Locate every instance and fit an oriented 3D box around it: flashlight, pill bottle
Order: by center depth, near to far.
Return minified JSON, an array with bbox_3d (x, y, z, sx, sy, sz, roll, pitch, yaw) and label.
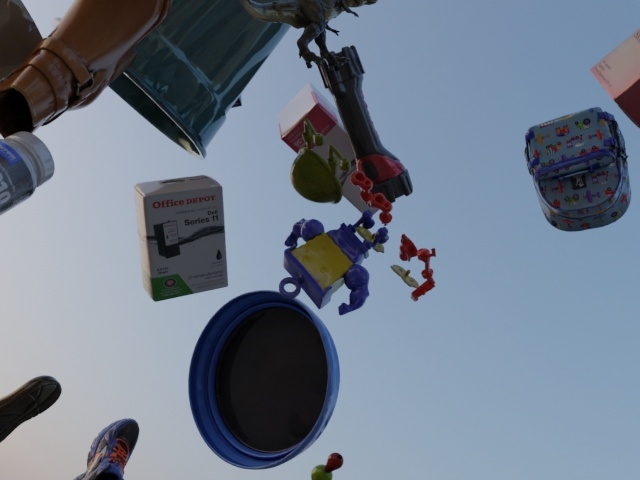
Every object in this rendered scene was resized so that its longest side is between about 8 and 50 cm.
[{"bbox_3d":[-0.368,-0.066,0.730,0.078,0.137,0.078,14,-54,20],"label":"pill bottle"},{"bbox_3d":[0.087,-0.219,1.275,0.304,0.103,0.103,69,-14,-9],"label":"flashlight"}]

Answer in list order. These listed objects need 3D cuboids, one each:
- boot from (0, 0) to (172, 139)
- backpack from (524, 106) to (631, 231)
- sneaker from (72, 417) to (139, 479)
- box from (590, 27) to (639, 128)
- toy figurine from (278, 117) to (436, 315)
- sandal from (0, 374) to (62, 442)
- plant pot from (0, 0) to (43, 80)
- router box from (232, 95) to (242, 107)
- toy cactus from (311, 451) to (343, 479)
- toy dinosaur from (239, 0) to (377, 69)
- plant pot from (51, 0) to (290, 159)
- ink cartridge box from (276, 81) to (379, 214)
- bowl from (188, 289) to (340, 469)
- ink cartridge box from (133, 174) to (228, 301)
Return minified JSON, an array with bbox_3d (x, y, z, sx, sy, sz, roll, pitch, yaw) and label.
[{"bbox_3d":[-0.305,-0.251,0.812,0.109,0.220,0.283,43,-39,-9],"label":"boot"},{"bbox_3d":[0.423,-0.109,1.083,0.158,0.173,0.117,-11,-21,27],"label":"backpack"},{"bbox_3d":[-0.386,0.421,1.205,0.087,0.221,0.083,-18,-59,29],"label":"sneaker"},{"bbox_3d":[0.713,-0.368,1.370,0.126,0.149,0.232,33,-59,-26],"label":"box"},{"bbox_3d":[0.000,0.000,1.123,0.362,0.217,0.191,48,-14,18],"label":"toy figurine"},{"bbox_3d":[-0.474,0.247,0.932,0.060,0.219,0.090,54,-2,25],"label":"sandal"},{"bbox_3d":[-0.570,-0.252,0.918,0.256,0.274,0.256,35,-30,23],"label":"plant pot"},{"bbox_3d":[-0.290,-0.362,1.564,0.178,0.046,0.133,-10,-33,8],"label":"router box"},{"bbox_3d":[0.013,0.401,0.841,0.180,0.219,0.112,-39,-25,32],"label":"toy cactus"},{"bbox_3d":[-0.010,-0.301,0.922,0.064,0.268,0.118,-13,-82,47],"label":"toy dinosaur"},{"bbox_3d":[-0.232,-0.382,1.186,0.341,0.334,0.341,39,-8,7],"label":"plant pot"},{"bbox_3d":[0.042,-0.206,1.509,0.117,0.207,0.283,-43,-68,13],"label":"ink cartridge box"},{"bbox_3d":[-0.128,0.308,1.486,0.391,0.391,0.077,1,-13,32],"label":"bowl"},{"bbox_3d":[-0.261,-0.007,1.242,0.087,0.153,0.209,33,-51,57],"label":"ink cartridge box"}]
